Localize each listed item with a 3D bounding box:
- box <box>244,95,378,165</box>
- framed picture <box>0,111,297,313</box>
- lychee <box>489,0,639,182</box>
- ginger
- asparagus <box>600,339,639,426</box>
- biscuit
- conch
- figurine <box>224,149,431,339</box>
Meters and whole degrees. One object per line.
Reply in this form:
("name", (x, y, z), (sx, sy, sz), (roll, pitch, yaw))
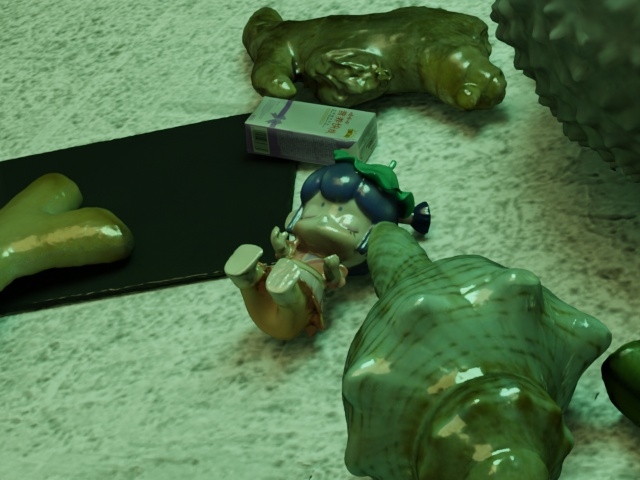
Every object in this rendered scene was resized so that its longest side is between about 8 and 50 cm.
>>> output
("box", (-0.008, -0.100, 1.724), (0.117, 0.036, 0.050), (9, 42, 20))
("framed picture", (-0.180, -0.029, 1.740), (0.324, 0.013, 0.244), (-10, 37, 12))
("lychee", (0.315, -0.218, 1.471), (0.380, 0.380, 0.432), (-34, 17, -20))
("ginger", (0.039, -0.178, 1.783), (0.333, 0.080, 0.166), (10, 33, 29))
("asparagus", (0.292, 0.153, 1.260), (0.060, 0.067, 0.278), (-10, 34, -28))
("biscuit", (-0.290, 0.009, 1.671), (0.208, 0.047, 0.164), (-26, 34, -24))
("conch", (0.107, 0.078, 1.340), (0.203, 0.169, 0.386), (2, 45, -11))
("figurine", (0.000, 0.000, 1.555), (0.111, 0.102, 0.195), (25, 56, 28))
